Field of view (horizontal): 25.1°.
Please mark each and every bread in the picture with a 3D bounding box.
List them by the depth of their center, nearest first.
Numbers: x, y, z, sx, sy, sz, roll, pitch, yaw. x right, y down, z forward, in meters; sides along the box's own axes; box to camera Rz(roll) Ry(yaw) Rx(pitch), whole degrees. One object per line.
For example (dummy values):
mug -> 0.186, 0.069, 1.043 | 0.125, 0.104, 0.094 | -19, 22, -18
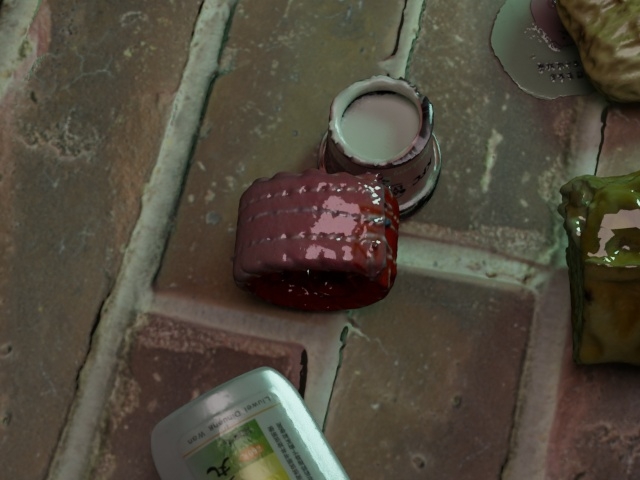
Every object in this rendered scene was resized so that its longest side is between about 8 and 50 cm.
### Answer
bread -> 0.399, 0.032, 1.608 | 0.252, 0.196, 0.238 | -7, 66, 2

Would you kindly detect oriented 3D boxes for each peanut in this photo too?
peanut -> 0.391, -0.286, 1.778 | 0.197, 0.110, 0.233 | -24, 75, -9

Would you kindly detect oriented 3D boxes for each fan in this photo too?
fan -> 0.299, -0.323, 1.855 | 0.182, 0.010, 0.310 | -7, 69, -2

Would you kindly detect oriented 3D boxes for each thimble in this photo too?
thimble -> -0.005, 0.002, 1.648 | 0.189, 0.163, 0.125 | -2, 67, 16

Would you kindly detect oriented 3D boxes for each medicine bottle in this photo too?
medicine bottle -> -0.041, 0.310, 1.542 | 0.179, 0.124, 0.324 | -28, 71, -9

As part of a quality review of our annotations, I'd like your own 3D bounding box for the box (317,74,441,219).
box -> 0.071, -0.115, 1.710 | 0.151, 0.135, 0.151 | 0, 66, 1
